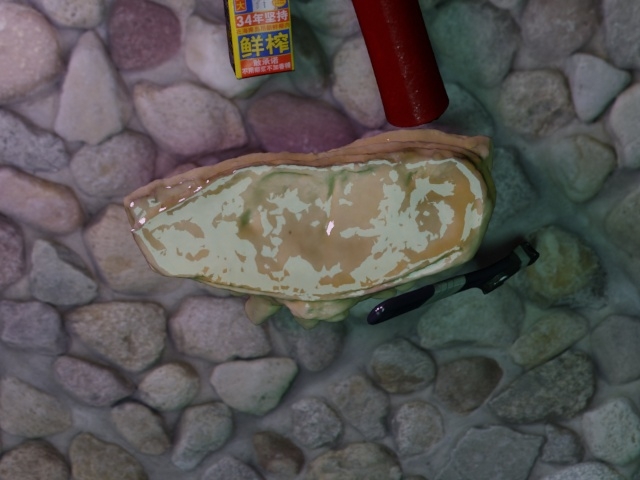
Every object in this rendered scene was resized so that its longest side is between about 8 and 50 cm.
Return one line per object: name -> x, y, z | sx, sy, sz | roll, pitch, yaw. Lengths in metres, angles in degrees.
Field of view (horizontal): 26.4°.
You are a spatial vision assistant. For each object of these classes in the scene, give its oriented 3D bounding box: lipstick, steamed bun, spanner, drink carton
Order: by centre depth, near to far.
drink carton -> -0.071, -0.267, 1.505 | 0.071, 0.056, 0.165 | -10, 123, -11
lipstick -> 0.080, -0.242, 1.526 | 0.080, 0.080, 0.241 | -18, 123, 4
steamed bun -> 0.000, 0.000, 1.628 | 0.428, 0.189, 0.247 | -11, 100, -2
spanner -> 0.158, 0.060, 1.648 | 0.316, 0.024, 0.087 | -16, 155, -47
